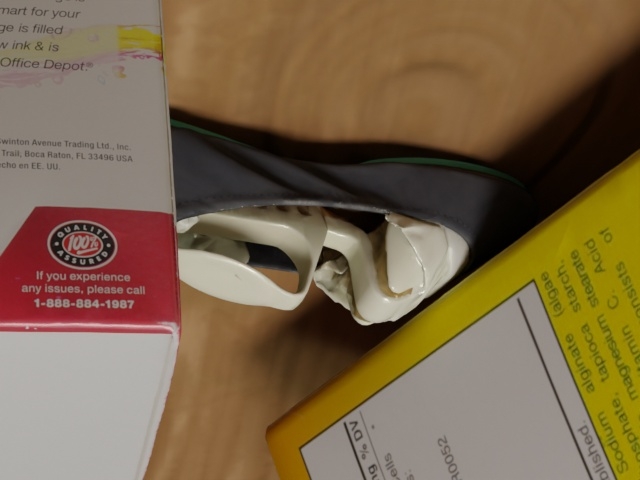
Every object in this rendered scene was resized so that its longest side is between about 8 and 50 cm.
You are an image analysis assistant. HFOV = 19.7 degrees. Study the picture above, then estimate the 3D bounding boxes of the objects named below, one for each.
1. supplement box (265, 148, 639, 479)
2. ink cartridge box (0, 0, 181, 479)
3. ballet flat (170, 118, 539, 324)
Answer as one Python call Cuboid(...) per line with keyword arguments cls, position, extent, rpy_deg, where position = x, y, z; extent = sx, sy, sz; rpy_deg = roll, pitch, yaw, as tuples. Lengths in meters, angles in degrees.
Cuboid(cls="supplement box", position=(0.175, 0.083, 0.757), extent=(0.195, 0.194, 0.356), rpy_deg=(1, 150, -43))
Cuboid(cls="ink cartridge box", position=(-0.119, -0.018, 0.608), extent=(0.128, 0.176, 0.127), rpy_deg=(2, 148, -11))
Cuboid(cls="ballet flat", position=(0.000, 0.000, 0.751), extent=(0.203, 0.074, 0.074), rpy_deg=(9, 143, -23))
